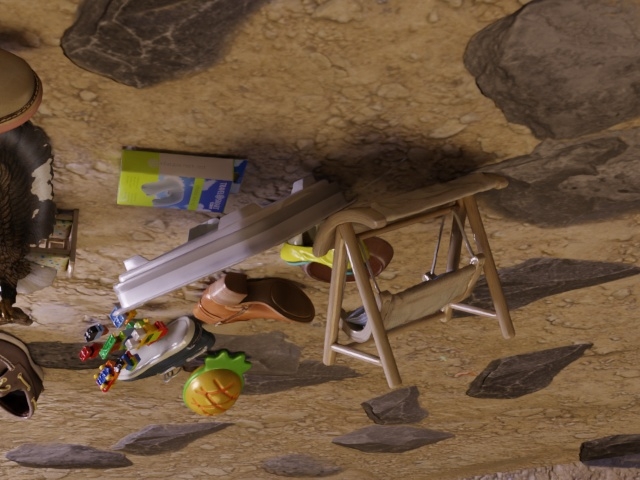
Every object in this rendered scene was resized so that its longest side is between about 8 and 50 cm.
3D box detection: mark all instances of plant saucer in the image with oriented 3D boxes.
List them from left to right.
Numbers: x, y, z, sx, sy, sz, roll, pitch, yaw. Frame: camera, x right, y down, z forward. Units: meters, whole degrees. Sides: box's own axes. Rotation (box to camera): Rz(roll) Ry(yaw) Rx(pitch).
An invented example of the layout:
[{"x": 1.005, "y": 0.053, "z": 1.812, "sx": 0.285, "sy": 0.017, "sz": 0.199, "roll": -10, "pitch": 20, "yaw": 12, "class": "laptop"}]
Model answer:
[{"x": 0.041, "y": 0.037, "z": 1.837, "sx": 0.169, "sy": 0.029, "sz": 0.168, "roll": -2, "pitch": 155, "yaw": -1, "class": "plant saucer"}]

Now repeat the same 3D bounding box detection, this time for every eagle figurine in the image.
[{"x": -0.475, "y": -0.022, "z": 1.479, "sx": 0.226, "sy": 0.298, "sz": 0.225, "roll": -13, "pitch": -176, "yaw": -31, "class": "eagle figurine"}]

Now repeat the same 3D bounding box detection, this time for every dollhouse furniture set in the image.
[{"x": -0.480, "y": 0.022, "z": 1.683, "sx": 0.182, "sy": 0.101, "sz": 0.161, "roll": 6, "pitch": 153, "yaw": -16, "class": "dollhouse furniture set"}]

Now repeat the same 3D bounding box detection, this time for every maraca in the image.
[{"x": -0.220, "y": 0.301, "z": 2.289, "sx": 0.127, "sy": 0.099, "sz": 0.185, "roll": 11, "pitch": 125, "yaw": -29, "class": "maraca"}]

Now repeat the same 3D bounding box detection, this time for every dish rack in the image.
[{"x": -0.135, "y": -0.003, "z": 1.578, "sx": 0.333, "sy": 0.072, "sz": 0.285, "roll": -22, "pitch": -176, "yaw": 35, "class": "dish rack"}]

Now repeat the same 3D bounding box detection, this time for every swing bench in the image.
[{"x": 0.134, "y": 0.042, "z": 1.554, "sx": 0.253, "sy": 0.254, "sz": 0.165, "roll": -16, "pitch": -163, "yaw": -35, "class": "swing bench"}]

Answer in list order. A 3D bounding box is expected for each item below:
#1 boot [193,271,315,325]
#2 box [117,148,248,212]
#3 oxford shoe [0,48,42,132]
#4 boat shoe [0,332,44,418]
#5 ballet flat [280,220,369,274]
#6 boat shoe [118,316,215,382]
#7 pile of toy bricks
[{"x": -0.123, "y": 0.122, "z": 1.956, "sx": 0.197, "sy": 0.073, "sz": 0.152, "roll": 23, "pitch": 145, "yaw": -20, "class": "boot"}, {"x": -0.200, "y": -0.084, "z": 1.554, "sx": 0.178, "sy": 0.042, "sz": 0.109, "roll": 4, "pitch": 155, "yaw": -12, "class": "box"}, {"x": -0.510, "y": -0.201, "z": 1.189, "sx": 0.397, "sy": 0.140, "sz": 0.146, "roll": 3, "pitch": 148, "yaw": -14, "class": "oxford shoe"}, {"x": -0.647, "y": 0.275, "z": 2.194, "sx": 0.117, "sy": 0.096, "sz": 0.324, "roll": -3, "pitch": 154, "yaw": 3, "class": "boat shoe"}, {"x": 0.000, "y": 0.000, "z": 1.688, "sx": 0.077, "sy": 0.077, "sz": 0.231, "roll": -28, "pitch": -162, "yaw": -24, "class": "ballet flat"}, {"x": -0.309, "y": 0.225, "z": 2.130, "sx": 0.079, "sy": 0.095, "sz": 0.254, "roll": 32, "pitch": 130, "yaw": -32, "class": "boat shoe"}, {"x": -0.368, "y": 0.191, "z": 2.066, "sx": 0.105, "sy": 0.118, "sz": 0.212, "roll": -16, "pitch": 152, "yaw": -46, "class": "pile of toy bricks"}]
